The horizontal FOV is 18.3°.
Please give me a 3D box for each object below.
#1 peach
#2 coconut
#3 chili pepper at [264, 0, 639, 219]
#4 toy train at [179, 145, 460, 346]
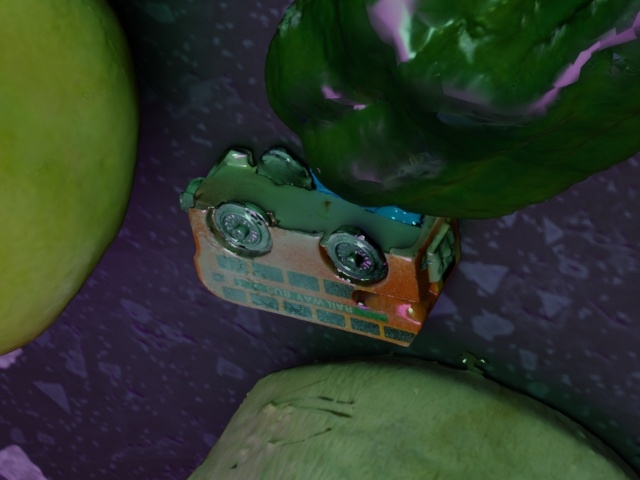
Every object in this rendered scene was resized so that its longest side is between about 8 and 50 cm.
[{"bbox_3d":[-0.262,-0.086,1.221,0.315,0.281,0.314,36,107,-9],"label":"peach"},{"bbox_3d":[0.042,0.307,1.325,0.404,0.404,0.405,19,137,19],"label":"coconut"},{"bbox_3d":[0.110,-0.127,0.995,0.213,0.167,0.385,43,142,-7],"label":"chili pepper"},{"bbox_3d":[0.000,0.000,1.283,0.188,0.072,0.099,13,141,24],"label":"toy train"}]
